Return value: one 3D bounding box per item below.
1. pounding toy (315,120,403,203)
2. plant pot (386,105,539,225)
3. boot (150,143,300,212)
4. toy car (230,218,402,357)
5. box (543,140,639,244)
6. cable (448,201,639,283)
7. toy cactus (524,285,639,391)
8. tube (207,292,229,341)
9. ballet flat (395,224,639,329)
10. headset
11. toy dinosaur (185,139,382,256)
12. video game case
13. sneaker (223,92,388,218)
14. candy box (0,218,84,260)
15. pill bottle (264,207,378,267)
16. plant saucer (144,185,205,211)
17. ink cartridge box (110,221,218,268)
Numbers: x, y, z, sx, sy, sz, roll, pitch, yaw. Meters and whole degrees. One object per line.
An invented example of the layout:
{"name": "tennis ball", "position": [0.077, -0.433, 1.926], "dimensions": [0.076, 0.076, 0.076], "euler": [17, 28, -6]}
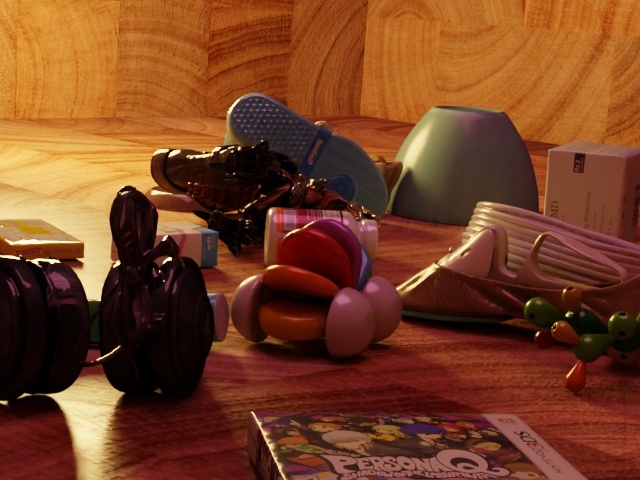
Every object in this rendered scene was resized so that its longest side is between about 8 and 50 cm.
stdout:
{"name": "pounding toy", "position": [0.031, -0.140, 2.535], "dimensions": [0.269, 0.154, 0.155], "euler": [10, 12, 30]}
{"name": "plant pot", "position": [0.266, -0.145, 2.538], "dimensions": [0.290, 0.195, 0.290], "euler": [4, 10, -1]}
{"name": "boot", "position": [-0.125, -0.103, 2.252], "dimensions": [0.229, 0.091, 0.263], "euler": [-2, -9, 38]}
{"name": "toy car", "position": [-0.002, 0.045, 1.502], "dimensions": [0.159, 0.136, 0.182], "euler": [8, 11, 24]}
{"name": "box", "position": [0.416, -0.053, 2.105], "dimensions": [0.119, 0.181, 0.182], "euler": [7, 11, 22]}
{"name": "cable", "position": [0.310, 0.020, 1.790], "dimensions": [0.257, 0.089, 0.257], "euler": [16, 2, 16]}
{"name": "toy cactus", "position": [0.323, 0.112, 1.438], "dimensions": [0.219, 0.112, 0.180], "euler": [4, -9, 14]}
{"name": "tube", "position": [-0.204, 0.085, 1.479], "dimensions": [0.207, 0.052, 0.080], "euler": [-2, 2, 12]}
{"name": "ballet flat", "position": [0.241, 0.048, 1.620], "dimensions": [0.342, 0.124, 0.116], "euler": [9, 10, 27]}
{"name": "headset", "position": [-0.206, 0.051, 1.251], "dimensions": [0.243, 0.185, 0.394], "euler": [0, -1, -18]}
{"name": "toy dinosaur", "position": [-0.072, -0.041, 2.088], "dimensions": [0.322, 0.164, 0.218], "euler": [-11, -14, 29]}
{"name": "video game case", "position": [0.071, 0.177, 1.048], "dimensions": [0.232, 0.042, 0.210], "euler": [2, 9, -10]}
{"name": "sneaker", "position": [-0.033, -0.126, 2.424], "dimensions": [0.319, 0.127, 0.208], "euler": [37, -18, -3]}
{"name": "candy box", "position": [-0.414, -0.003, 1.940], "dimensions": [0.105, 0.027, 0.206], "euler": [-4, 12, -27]}
{"name": "pill bottle", "position": [0.000, 0.000, 1.916], "dimensions": [0.152, 0.086, 0.086], "euler": [4, 10, -6]}
{"name": "plant saucer", "position": [-0.234, -0.076, 2.435], "dimensions": [0.168, 0.029, 0.168], "euler": [3, 10, -1]}
{"name": "ink cartridge box", "position": [-0.214, 0.008, 1.885], "dimensions": [0.122, 0.052, 0.088], "euler": [-5, 13, -37]}
